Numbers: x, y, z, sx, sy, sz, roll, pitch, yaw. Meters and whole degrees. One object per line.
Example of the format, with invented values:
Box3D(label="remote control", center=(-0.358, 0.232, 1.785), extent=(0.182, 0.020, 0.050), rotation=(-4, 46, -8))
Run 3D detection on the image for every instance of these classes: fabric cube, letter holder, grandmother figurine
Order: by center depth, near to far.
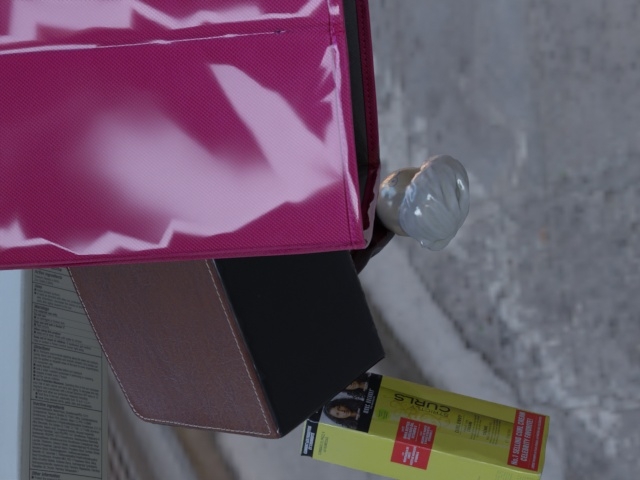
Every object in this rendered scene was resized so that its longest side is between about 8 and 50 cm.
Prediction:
Box3D(label="fabric cube", center=(-0.103, -0.131, 0.987), extent=(0.254, 0.258, 0.259), rotation=(-75, -20, -77))
Box3D(label="letter holder", center=(-0.109, 0.004, 1.415), extent=(0.214, 0.152, 0.301), rotation=(-2, 114, 45))
Box3D(label="grandmother figurine", center=(0.000, 0.000, 1.629), extent=(0.342, 0.104, 0.207), rotation=(-21, 40, 28))

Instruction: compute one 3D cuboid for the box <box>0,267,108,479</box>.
Box3D(label="box", center=(-0.350, 0.177, 1.966), extent=(0.121, 0.148, 0.311), rotation=(-18, 65, 38))

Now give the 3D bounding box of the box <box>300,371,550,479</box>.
Box3D(label="box", center=(0.102, 0.191, 1.565), extent=(0.087, 0.232, 0.058), rotation=(-70, -8, -48))
